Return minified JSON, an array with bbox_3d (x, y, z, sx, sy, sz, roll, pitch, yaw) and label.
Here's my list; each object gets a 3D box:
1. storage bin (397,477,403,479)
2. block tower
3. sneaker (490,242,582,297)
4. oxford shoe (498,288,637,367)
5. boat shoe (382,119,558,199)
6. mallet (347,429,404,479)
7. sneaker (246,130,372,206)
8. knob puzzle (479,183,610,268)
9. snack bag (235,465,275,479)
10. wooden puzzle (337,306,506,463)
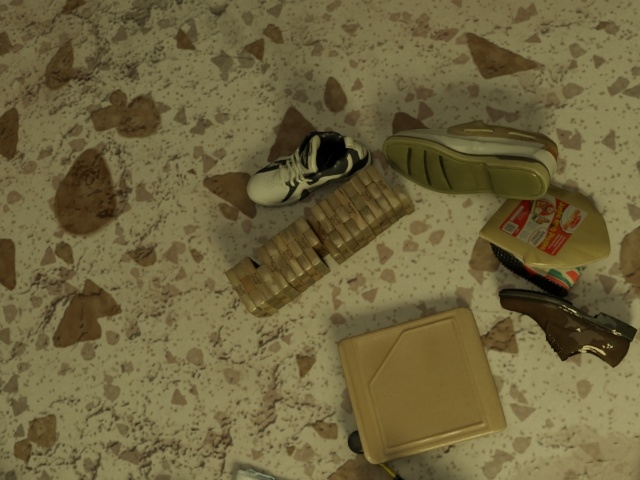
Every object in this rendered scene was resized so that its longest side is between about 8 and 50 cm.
[{"bbox_3d":[0.183,0.457,1.688,0.180,0.122,0.084,29,85,3],"label":"storage bin"},{"bbox_3d":[0.000,0.000,1.883,0.335,0.091,0.097,-35,72,3],"label":"block tower"},{"bbox_3d":[0.364,0.026,1.812,0.161,0.057,0.075,34,69,21],"label":"sneaker"},{"bbox_3d":[0.389,0.143,1.756,0.227,0.083,0.096,23,87,19],"label":"oxford shoe"},{"bbox_3d":[0.259,-0.147,1.855,0.302,0.113,0.103,14,52,24],"label":"boat shoe"},{"bbox_3d":[0.119,0.386,1.791,0.190,0.062,0.039,43,88,5],"label":"mallet"},{"bbox_3d":[-0.033,-0.133,1.891,0.235,0.153,0.094,-10,73,12],"label":"sneaker"},{"bbox_3d":[0.388,-0.014,1.789,0.213,0.030,0.213,0,47,0],"label":"knob puzzle"},{"bbox_3d":[-0.030,0.575,1.775,0.323,0.037,0.342,11,79,17],"label":"snack bag"},{"bbox_3d":[0.166,0.241,1.791,0.239,0.044,0.220,-14,67,-1],"label":"wooden puzzle"}]
